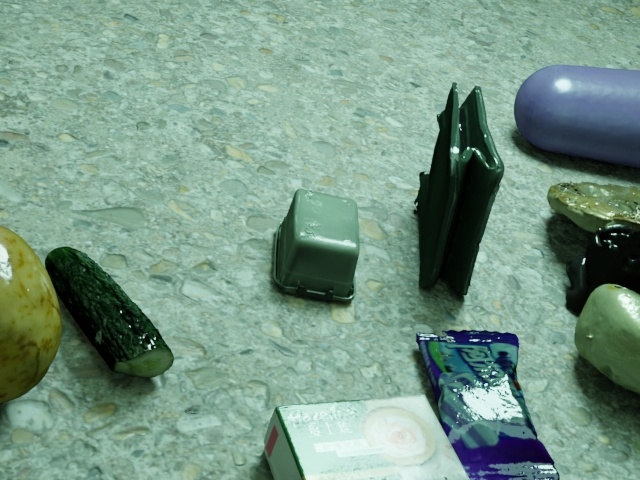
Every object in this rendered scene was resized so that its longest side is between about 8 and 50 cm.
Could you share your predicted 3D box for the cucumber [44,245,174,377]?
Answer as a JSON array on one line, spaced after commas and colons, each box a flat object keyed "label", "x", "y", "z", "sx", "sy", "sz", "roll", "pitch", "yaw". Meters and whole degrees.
[{"label": "cucumber", "x": -0.270, "y": 0.084, "z": 1.196, "sx": 0.074, "sy": 0.074, "sz": 0.241, "roll": -15, "pitch": 44, "yaw": -37}]

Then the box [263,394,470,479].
[{"label": "box", "x": 0.049, "y": 0.253, "z": 1.084, "sx": 0.199, "sy": 0.081, "sz": 0.135, "roll": 1, "pitch": 37, "yaw": -24}]

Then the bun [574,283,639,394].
[{"label": "bun", "x": 0.464, "y": 0.152, "z": 1.340, "sx": 0.229, "sy": 0.145, "sz": 0.229, "roll": 15, "pitch": -7, "yaw": 2}]

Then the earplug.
[{"label": "earplug", "x": 0.605, "y": -0.240, "z": 1.900, "sx": 0.455, "sy": 0.215, "sz": 0.215, "roll": 6, "pitch": 36, "yaw": -8}]

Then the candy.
[{"label": "candy", "x": 0.206, "y": 0.206, "z": 1.225, "sx": 0.145, "sy": 0.070, "sz": 0.275, "roll": 3, "pitch": 38, "yaw": -4}]

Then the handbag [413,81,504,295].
[{"label": "handbag", "x": 0.202, "y": -0.081, "z": 1.462, "sx": 0.079, "sy": 0.248, "sz": 0.260, "roll": 7, "pitch": 37, "yaw": -3}]

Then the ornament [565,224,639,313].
[{"label": "ornament", "x": 0.504, "y": 0.037, "z": 1.409, "sx": 0.251, "sy": 0.260, "sz": 0.106, "roll": 13, "pitch": 63, "yaw": -6}]

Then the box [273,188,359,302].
[{"label": "box", "x": 0.000, "y": 0.000, "z": 1.402, "sx": 0.124, "sy": 0.093, "sz": 0.172, "roll": 10, "pitch": 35, "yaw": -9}]

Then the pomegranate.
[{"label": "pomegranate", "x": -0.386, "y": 0.075, "z": 1.037, "sx": 0.215, "sy": 0.215, "sz": 0.215, "roll": 11, "pitch": 35, "yaw": -8}]

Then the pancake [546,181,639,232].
[{"label": "pancake", "x": 0.564, "y": -0.029, "z": 1.614, "sx": 0.386, "sy": 0.082, "sz": 0.387, "roll": 11, "pitch": 13, "yaw": -3}]
